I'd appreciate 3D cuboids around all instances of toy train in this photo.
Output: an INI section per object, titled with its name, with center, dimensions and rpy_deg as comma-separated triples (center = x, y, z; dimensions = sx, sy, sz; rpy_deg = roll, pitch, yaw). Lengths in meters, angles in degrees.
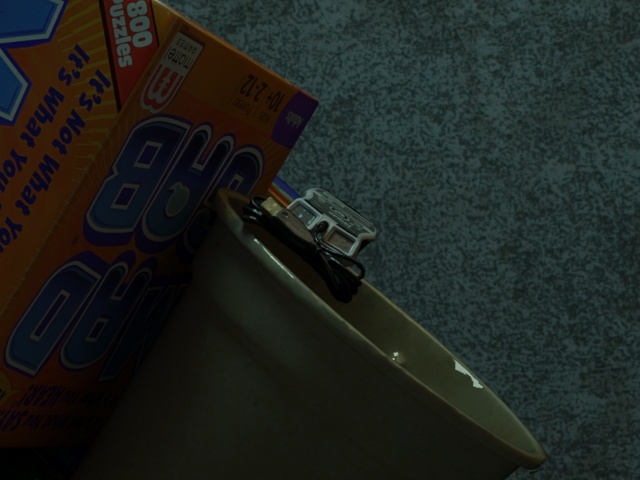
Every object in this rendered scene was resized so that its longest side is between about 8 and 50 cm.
[toy train]
center = -0.233, 0.204, 1.516
dimensions = 0.017, 0.023, 0.083
rpy_deg = 38, 5, -14

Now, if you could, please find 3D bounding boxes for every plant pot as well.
[plant pot]
center = -0.045, 0.179, 1.488
dimensions = 0.334, 0.305, 0.334
rpy_deg = 39, 5, -4

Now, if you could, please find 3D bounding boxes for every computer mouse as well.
[computer mouse]
center = 0.000, 0.000, 1.437
dimensions = 0.106, 0.042, 0.193
rpy_deg = 35, 11, 6

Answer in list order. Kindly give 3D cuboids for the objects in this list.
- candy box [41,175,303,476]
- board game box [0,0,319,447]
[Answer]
[candy box]
center = -0.185, 0.028, 1.710
dimensions = 0.268, 0.317, 0.122
rpy_deg = 41, 5, 15
[board game box]
center = -0.280, -0.076, 1.495
dimensions = 0.356, 0.356, 0.356
rpy_deg = 32, 4, 16
